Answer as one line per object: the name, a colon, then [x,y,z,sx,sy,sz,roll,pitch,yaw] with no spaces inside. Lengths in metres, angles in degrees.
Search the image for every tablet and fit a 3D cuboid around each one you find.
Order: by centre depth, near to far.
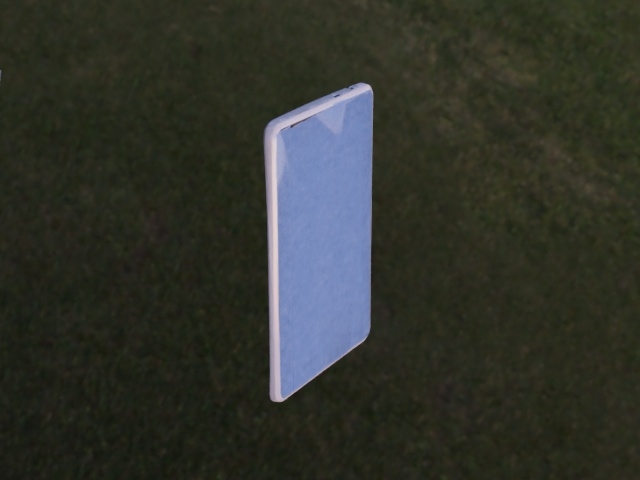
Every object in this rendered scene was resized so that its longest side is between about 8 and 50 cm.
tablet: [0.000,0.000,0.370,0.006,0.083,0.054,13,26,30]
